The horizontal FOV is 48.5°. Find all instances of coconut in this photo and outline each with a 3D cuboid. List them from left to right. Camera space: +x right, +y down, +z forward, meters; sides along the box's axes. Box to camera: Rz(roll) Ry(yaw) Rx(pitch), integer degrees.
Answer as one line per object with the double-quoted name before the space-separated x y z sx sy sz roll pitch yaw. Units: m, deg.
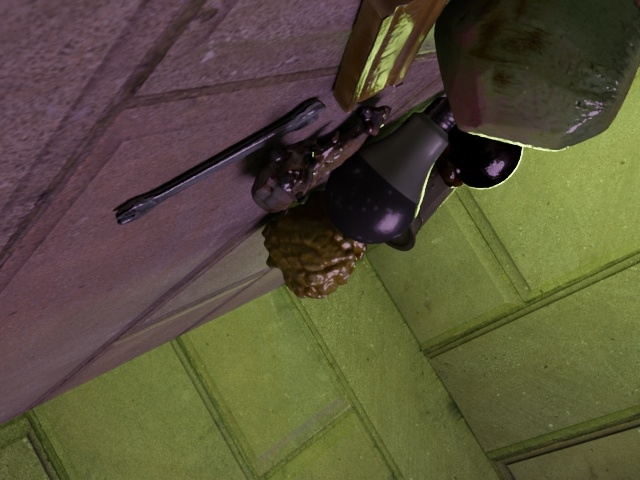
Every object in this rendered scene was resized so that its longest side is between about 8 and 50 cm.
"coconut" 0.237 -0.216 0.805 0.236 0.235 0.205 -34 -179 33

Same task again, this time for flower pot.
"flower pot" 0.203 -0.115 1.620 0.203 0.212 0.212 -39 177 -15

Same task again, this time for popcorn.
"popcorn" 0.000 0.000 1.534 0.251 0.206 0.237 -41 166 -34

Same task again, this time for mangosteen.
"mangosteen" 0.311 -0.194 1.502 0.231 0.194 0.194 -19 175 2

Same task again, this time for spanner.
"spanner" -0.127 -0.097 0.902 0.302 0.017 0.071 -30 175 -5

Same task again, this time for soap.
"soap" 0.075 -0.218 0.790 0.092 0.037 0.252 -31 174 -11

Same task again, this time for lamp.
"lamp" 0.137 -0.138 1.341 0.313 0.182 0.182 -55 175 -2

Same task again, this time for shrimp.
"shrimp" 0.003 -0.124 1.019 0.247 0.085 0.360 -35 -179 4

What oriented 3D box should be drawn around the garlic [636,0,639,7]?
"garlic" 0.400 -0.337 0.943 0.267 0.128 0.148 -26 168 -48
